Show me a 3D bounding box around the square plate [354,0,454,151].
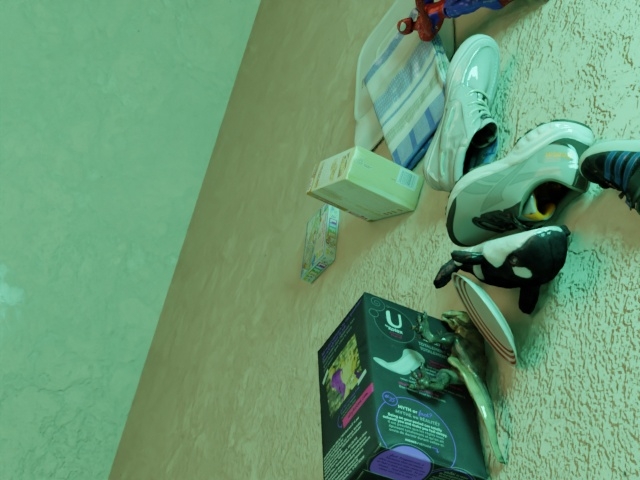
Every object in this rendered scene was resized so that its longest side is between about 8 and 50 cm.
[{"bbox_3d":[0.158,-0.387,1.946,0.344,0.049,0.347,-48,28,43],"label":"square plate"}]

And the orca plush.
[{"bbox_3d":[0.233,0.051,1.211,0.287,0.151,0.102,-19,83,61],"label":"orca plush"}]

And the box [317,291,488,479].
[{"bbox_3d":[0.101,0.228,1.262,0.143,0.165,0.270,-55,23,34],"label":"box"}]

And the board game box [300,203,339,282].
[{"bbox_3d":[0.000,0.000,1.977,0.103,0.026,0.154,-46,29,46],"label":"board game box"}]

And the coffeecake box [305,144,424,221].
[{"bbox_3d":[0.077,-0.099,1.707,0.185,0.142,0.068,-14,56,66],"label":"coffeecake box"}]

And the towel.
[{"bbox_3d":[0.165,-0.280,1.746,0.209,0.034,0.285,-51,38,37],"label":"towel"}]

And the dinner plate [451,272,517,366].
[{"bbox_3d":[0.212,0.097,1.194,0.017,0.141,0.141,-31,21,-5],"label":"dinner plate"}]

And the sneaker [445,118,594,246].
[{"bbox_3d":[0.257,-0.054,1.263,0.271,0.100,0.108,-43,37,50],"label":"sneaker"}]

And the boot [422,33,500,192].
[{"bbox_3d":[0.247,-0.195,1.471,0.123,0.095,0.258,26,102,64],"label":"boot"}]

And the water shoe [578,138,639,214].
[{"bbox_3d":[0.354,-0.068,1.056,0.203,0.073,0.080,-5,67,69],"label":"water shoe"}]

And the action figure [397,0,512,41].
[{"bbox_3d":[0.216,-0.429,1.613,0.280,0.139,0.091,-18,49,47],"label":"action figure"}]

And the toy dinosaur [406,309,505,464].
[{"bbox_3d":[0.173,0.159,1.218,0.064,0.118,0.268,-57,22,33],"label":"toy dinosaur"}]
